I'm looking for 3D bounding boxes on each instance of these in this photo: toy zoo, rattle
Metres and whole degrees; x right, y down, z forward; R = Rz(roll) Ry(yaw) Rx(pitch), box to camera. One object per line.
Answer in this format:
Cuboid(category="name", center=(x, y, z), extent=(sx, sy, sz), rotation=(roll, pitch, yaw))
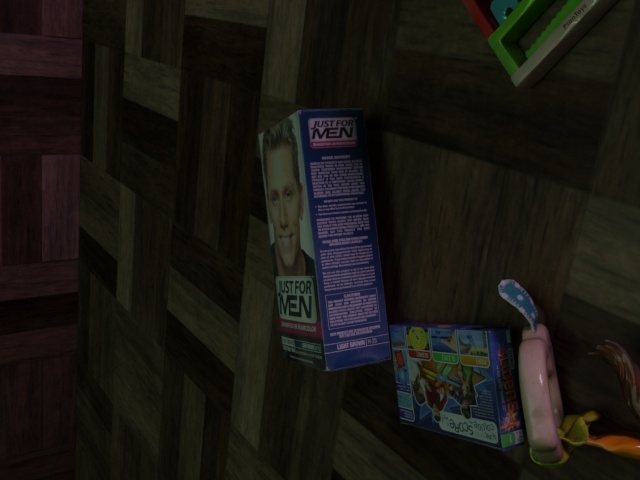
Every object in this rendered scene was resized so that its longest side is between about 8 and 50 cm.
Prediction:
Cuboid(category="toy zoo", center=(0.211, -0.338, 0.743), extent=(0.192, 0.030, 0.293), rotation=(-50, 55, 45))
Cuboid(category="rattle", center=(0.265, 0.124, 0.712), extent=(0.142, 0.130, 0.200), rotation=(-22, 45, 36))

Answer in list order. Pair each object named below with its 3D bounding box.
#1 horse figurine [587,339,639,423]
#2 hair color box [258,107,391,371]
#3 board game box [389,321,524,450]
Cuboid(category="horse figurine", center=(0.352, 0.134, 0.569), extent=(0.263, 0.066, 0.175), rotation=(-12, 78, 59))
Cuboid(category="hair color box", center=(0.000, 0.000, 0.997), extent=(0.174, 0.105, 0.348), rotation=(172, 93, -66))
Cuboid(category="board game box", center=(0.161, 0.173, 0.862), extent=(0.201, 0.035, 0.136), rotation=(-7, 89, 61))
